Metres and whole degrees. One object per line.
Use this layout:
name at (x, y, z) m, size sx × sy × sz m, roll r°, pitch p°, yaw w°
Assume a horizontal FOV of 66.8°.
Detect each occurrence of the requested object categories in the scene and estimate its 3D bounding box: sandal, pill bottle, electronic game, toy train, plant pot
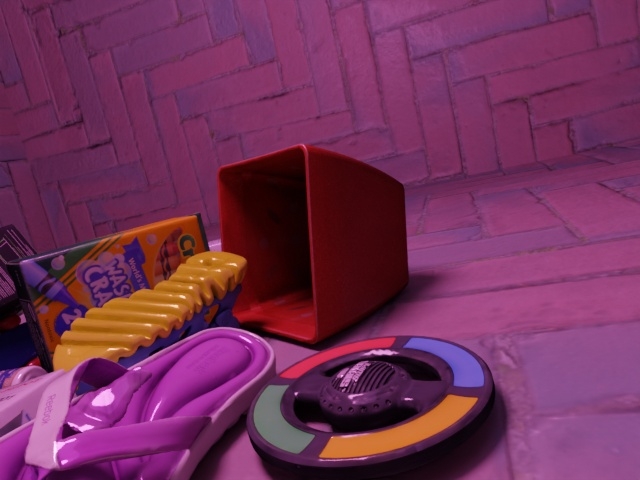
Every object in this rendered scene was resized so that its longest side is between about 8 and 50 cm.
sandal at (-0.199, 0.125, 0.654) m, size 0.126 × 0.138 × 0.317 m, roll 9°, pitch 21°, yaw 28°
pill bottle at (-0.432, 0.209, 0.648) m, size 0.120 × 0.067 × 0.067 m, roll -12°, pitch 9°, yaw 8°
electronic game at (0.043, 0.143, 0.455) m, size 0.229 × 0.048 × 0.229 m, roll -13°, pitch 10°, yaw 2°
toy train at (-0.563, 0.213, 0.738) m, size 0.143 × 0.105 × 0.248 m, roll -22°, pitch 8°, yaw 8°
plant pot at (0.000, 0.000, 0.806) m, size 0.235 × 0.268 × 0.267 m, roll -4°, pitch 2°, yaw -37°
sandal at (-0.170, 0.148, 0.424) m, size 0.169 × 0.102 × 0.416 m, roll 11°, pitch 15°, yaw 14°

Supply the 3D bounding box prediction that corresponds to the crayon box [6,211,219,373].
crayon box at (-0.287, 0.083, 0.781) m, size 0.083 × 0.203 × 0.323 m, roll -3°, pitch 14°, yaw 45°

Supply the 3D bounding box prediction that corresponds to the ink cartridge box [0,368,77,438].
ink cartridge box at (-0.331, 0.208, 0.436) m, size 0.139 × 0.082 × 0.191 m, roll -20°, pitch 9°, yaw 14°

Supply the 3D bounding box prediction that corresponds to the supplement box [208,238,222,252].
supplement box at (-0.241, 0.056, 1.167) m, size 0.220 × 0.111 × 0.114 m, roll -14°, pitch 9°, yaw -9°

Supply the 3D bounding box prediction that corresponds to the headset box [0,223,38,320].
headset box at (-0.631, 0.123, 0.779) m, size 0.246 × 0.131 × 0.283 m, roll -35°, pitch 7°, yaw 19°

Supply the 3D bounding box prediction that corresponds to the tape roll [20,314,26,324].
tape roll at (-0.845, 0.216, 1.165) m, size 0.391 × 0.072 × 0.392 m, roll -13°, pitch 9°, yaw 2°

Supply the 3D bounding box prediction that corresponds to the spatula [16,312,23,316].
spatula at (-0.592, 0.164, 1.085) m, size 0.168 × 0.019 × 0.242 m, roll 19°, pitch 4°, yaw -13°
